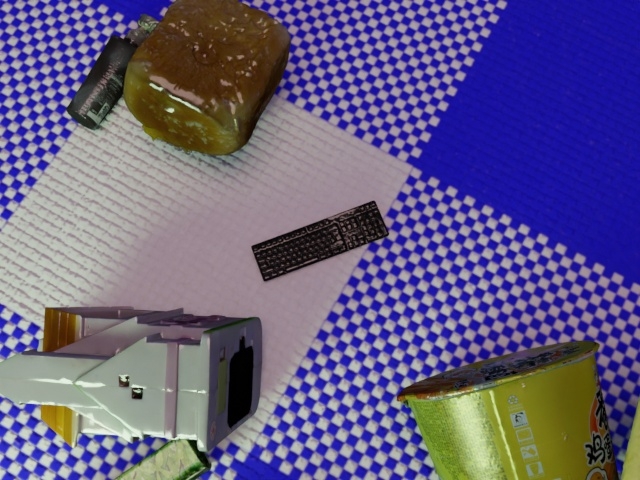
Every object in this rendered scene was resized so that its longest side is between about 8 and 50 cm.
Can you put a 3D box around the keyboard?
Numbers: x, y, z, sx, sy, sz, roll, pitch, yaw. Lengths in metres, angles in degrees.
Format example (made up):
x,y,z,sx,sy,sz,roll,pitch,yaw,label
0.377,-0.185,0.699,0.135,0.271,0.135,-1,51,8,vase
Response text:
x,y,z,sx,sy,sz,roll,pitch,yaw,label
0.000,0.000,1.099,0.205,0.013,0.061,-20,76,-6,keyboard

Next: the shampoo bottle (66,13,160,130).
x,y,z,sx,sy,sz,roll,pitch,yaw,label
-0.323,-0.273,1.153,0.064,0.057,0.207,27,76,7,shampoo bottle

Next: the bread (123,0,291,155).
x,y,z,sx,sy,sz,roll,pitch,yaw,label
-0.165,-0.248,1.090,0.196,0.176,0.246,28,61,-4,bread

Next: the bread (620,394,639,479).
x,y,z,sx,sy,sz,roll,pitch,yaw,label
0.472,0.356,0.823,0.242,0.346,0.404,-2,57,46,bread

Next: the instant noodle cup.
x,y,z,sx,sy,sz,roll,pitch,yaw,label
0.253,0.254,0.917,0.265,0.264,0.200,-16,83,-5,instant noodle cup

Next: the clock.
x,y,z,sx,sy,sz,roll,pitch,yaw,label
-0.253,0.173,0.943,0.310,0.235,0.166,3,89,10,clock

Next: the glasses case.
x,y,z,sx,sy,sz,roll,pitch,yaw,label
-0.276,0.355,0.952,0.272,0.095,0.062,-33,81,-9,glasses case
